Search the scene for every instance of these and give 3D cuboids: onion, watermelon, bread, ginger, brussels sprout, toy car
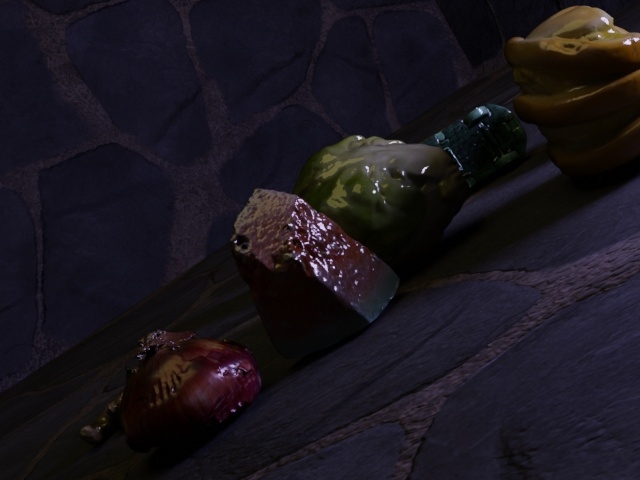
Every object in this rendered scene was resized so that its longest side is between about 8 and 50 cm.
[{"bbox_3d":[-0.202,0.202,1.495,0.230,0.163,0.230,-29,-1,0],"label":"onion"},{"bbox_3d":[-0.027,0.037,1.543,0.140,0.256,0.193,-23,18,45],"label":"watermelon"},{"bbox_3d":[0.404,-0.223,1.593,0.211,0.270,0.315,-45,14,1],"label":"bread"},{"bbox_3d":[-0.301,0.270,1.814,0.259,0.065,0.149,-32,5,7],"label":"ginger"},{"bbox_3d":[0.088,-0.062,1.772,0.316,0.242,0.274,-30,14,-24],"label":"brussels sprout"},{"bbox_3d":[0.271,-0.154,2.104,0.306,0.136,0.125,-31,-14,-8],"label":"toy car"}]

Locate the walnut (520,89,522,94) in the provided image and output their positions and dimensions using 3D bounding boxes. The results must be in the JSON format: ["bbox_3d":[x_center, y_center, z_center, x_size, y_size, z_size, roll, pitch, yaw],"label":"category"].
[{"bbox_3d":[0.482,-0.289,1.961,0.193,0.193,0.226,-32,8,-6],"label":"walnut"}]
